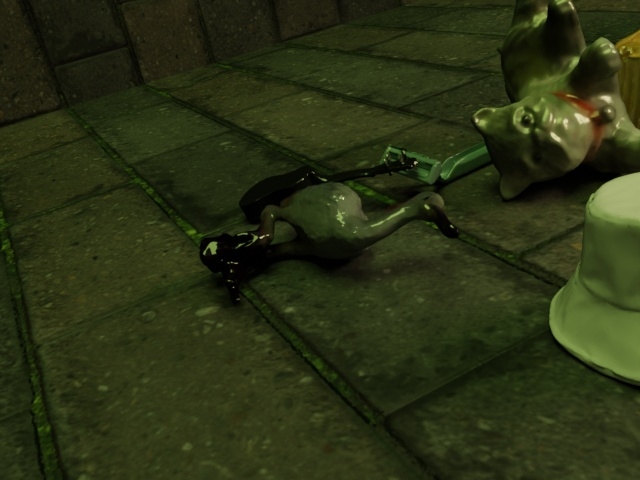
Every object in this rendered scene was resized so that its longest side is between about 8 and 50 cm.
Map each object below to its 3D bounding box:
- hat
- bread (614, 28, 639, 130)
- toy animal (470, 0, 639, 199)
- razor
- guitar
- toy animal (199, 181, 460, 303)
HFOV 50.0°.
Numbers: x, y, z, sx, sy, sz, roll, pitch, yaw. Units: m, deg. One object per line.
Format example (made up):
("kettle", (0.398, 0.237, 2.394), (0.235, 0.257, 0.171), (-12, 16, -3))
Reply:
("hat", (0.284, 0.017, 0.569), (0.203, 0.126, 0.203), (-14, 22, 6))
("bread", (0.509, -0.234, 0.969), (0.178, 0.133, 0.250), (7, 33, 35))
("toy animal", (0.281, -0.209, 0.915), (0.188, 0.308, 0.266), (-25, 3, 18))
("razor", (0.230, -0.128, 0.996), (0.277, 0.056, 0.111), (-18, 26, -27))
("guitar", (0.007, -0.084, 0.954), (0.271, 0.038, 0.084), (-14, 28, 28))
("toy animal", (0.017, -0.015, 0.807), (0.324, 0.091, 0.195), (-13, 30, 23))
